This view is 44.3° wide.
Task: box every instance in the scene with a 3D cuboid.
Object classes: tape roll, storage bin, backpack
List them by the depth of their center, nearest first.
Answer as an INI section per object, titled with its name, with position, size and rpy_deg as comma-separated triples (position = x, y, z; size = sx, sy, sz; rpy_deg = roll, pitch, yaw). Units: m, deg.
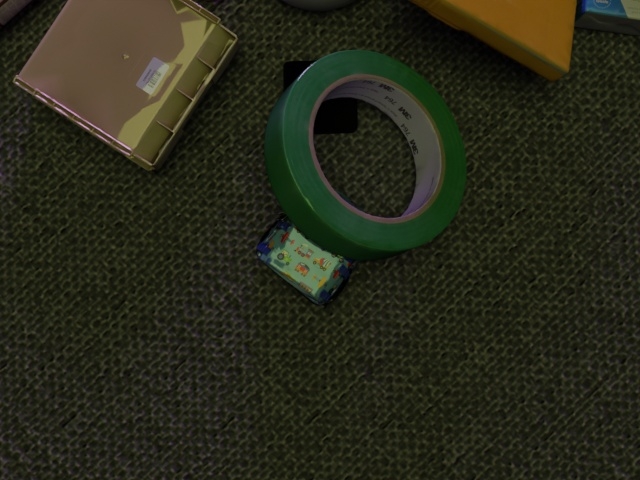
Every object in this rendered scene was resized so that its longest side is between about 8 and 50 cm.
[tape roll]
position = 0.073, -0.131, 1.217
size = 0.321, 0.077, 0.321
rpy_deg = 7, 74, -25
[backpack]
position = 0.000, 0.000, 1.263
size = 0.158, 0.117, 0.173
rpy_deg = 40, 85, 0
[storage bin]
position = -0.302, -0.283, 1.268
size = 0.260, 0.123, 0.262
rpy_deg = 33, 87, 1

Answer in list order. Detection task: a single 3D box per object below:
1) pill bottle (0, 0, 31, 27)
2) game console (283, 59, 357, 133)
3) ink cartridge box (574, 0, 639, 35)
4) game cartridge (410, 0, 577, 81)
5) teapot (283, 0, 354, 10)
[pill bottle]
position = -0.535, -0.415, 1.271
size = 0.221, 0.121, 0.121
rpy_deg = -42, 89, -2
[game console]
position = 0.000, -0.242, 1.323
size = 0.122, 0.071, 0.107
rpy_deg = -2, 58, -1
[ink cartridge box]
position = 0.503, -0.468, 1.302
size = 0.134, 0.078, 0.231
rpy_deg = 8, 87, 0
[game cartridge]
position = 0.266, -0.434, 1.215
size = 0.324, 0.053, 0.285
rpy_deg = 21, 68, -22
[teapot]
position = 0.001, -0.498, 1.246
size = 0.256, 0.187, 0.252
rpy_deg = -29, 89, -2
